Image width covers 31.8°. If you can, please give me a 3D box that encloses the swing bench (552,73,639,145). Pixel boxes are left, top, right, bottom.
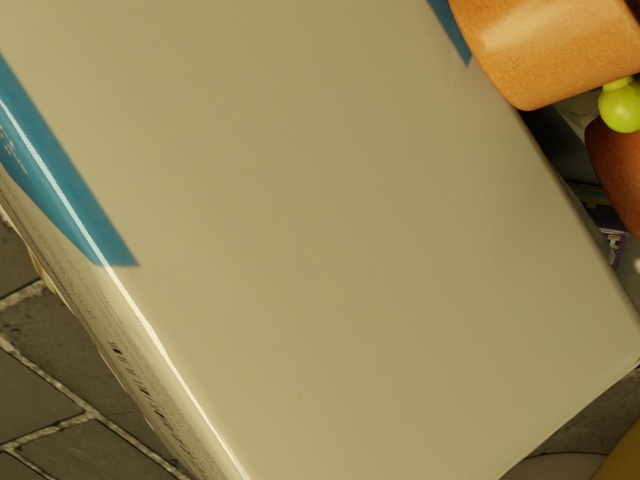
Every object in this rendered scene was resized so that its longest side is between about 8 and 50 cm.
[{"bbox_3d":[0.270,-0.065,0.619,0.255,0.165,0.253,-24,125,37],"label":"swing bench"}]

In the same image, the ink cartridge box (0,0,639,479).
[{"bbox_3d":[-0.060,-0.023,0.570,0.285,0.166,0.395,58,165,-5],"label":"ink cartridge box"}]

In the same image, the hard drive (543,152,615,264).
[{"bbox_3d":[0.000,0.000,0.802,0.353,0.047,0.233,-35,93,42],"label":"hard drive"}]

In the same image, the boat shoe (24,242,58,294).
[{"bbox_3d":[-0.218,-0.040,0.889,0.072,0.068,0.190,21,130,14],"label":"boat shoe"}]

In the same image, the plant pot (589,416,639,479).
[{"bbox_3d":[0.328,0.241,0.888,0.212,0.187,0.212,29,162,-13],"label":"plant pot"}]

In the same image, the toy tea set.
[{"bbox_3d":[0.101,-0.136,0.401,0.124,0.200,0.336,-28,142,24],"label":"toy tea set"}]

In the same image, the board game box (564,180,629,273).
[{"bbox_3d":[0.132,0.015,0.838,0.170,0.048,0.141,9,139,9],"label":"board game box"}]

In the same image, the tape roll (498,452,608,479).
[{"bbox_3d":[0.259,0.295,1.085,0.219,0.072,0.219,9,139,8],"label":"tape roll"}]
